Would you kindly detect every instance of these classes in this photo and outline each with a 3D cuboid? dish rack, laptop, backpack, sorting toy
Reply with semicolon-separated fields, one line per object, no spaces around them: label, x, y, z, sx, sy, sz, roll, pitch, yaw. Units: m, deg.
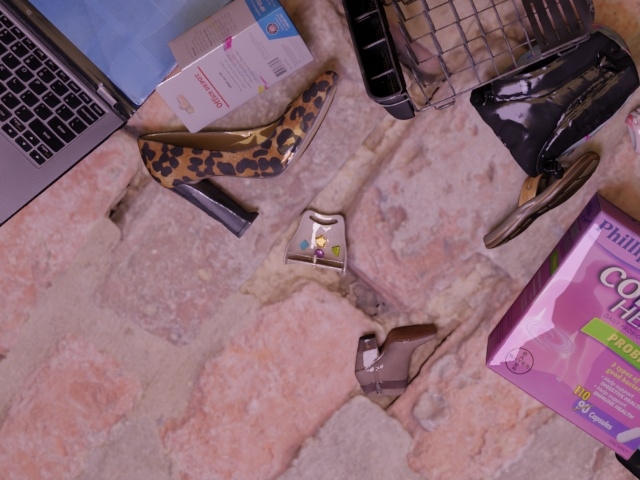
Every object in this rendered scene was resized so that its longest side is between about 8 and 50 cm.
dish rack;0.173;-0.264;1.365;0.272;0.074;0.208;-22;55;13
laptop;-0.368;-0.303;1.425;0.382;0.408;0.236;44;140;-2
backpack;0.286;-0.181;1.399;0.182;0.115;0.152;-37;109;18
sorting toy;0.000;0.000;1.531;0.083;0.045;0.075;10;98;7

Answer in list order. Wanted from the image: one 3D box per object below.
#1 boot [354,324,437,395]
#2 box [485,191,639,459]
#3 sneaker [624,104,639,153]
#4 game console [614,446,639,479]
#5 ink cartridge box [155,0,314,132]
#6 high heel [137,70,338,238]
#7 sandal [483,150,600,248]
boot;0.102;0.162;1.556;0.118;0.042;0.087;-8;108;12
box;0.361;0.105;1.455;0.214;0.117;0.243;34;106;0
sneaker;0.406;-0.164;1.416;0.070;0.051;0.134;2;108;4
game console;0.469;0.279;1.495;0.124;0.085;0.144;42;106;-2
ink cartridge box;-0.113;-0.223;1.442;0.181;0.061;0.104;-31;141;5
high heel;-0.109;-0.148;1.485;0.186;0.093;0.261;36;112;-2
sandal;0.268;-0.057;1.464;0.180;0.072;0.049;-40;73;20
